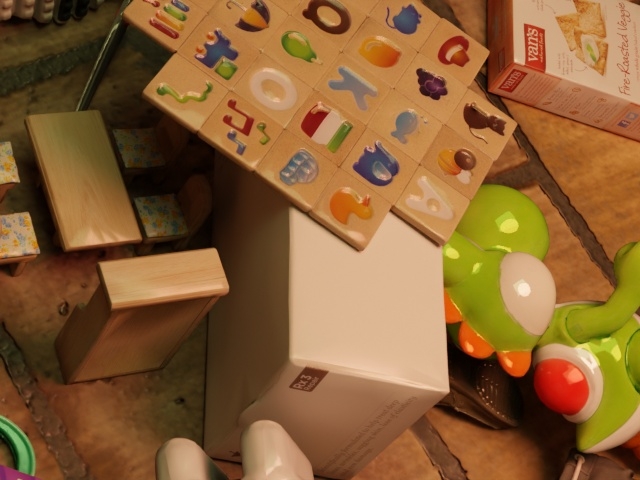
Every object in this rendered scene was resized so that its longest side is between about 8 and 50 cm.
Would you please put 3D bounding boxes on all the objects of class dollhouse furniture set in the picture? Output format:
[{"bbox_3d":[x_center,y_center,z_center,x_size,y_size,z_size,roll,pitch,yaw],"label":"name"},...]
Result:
[{"bbox_3d":[-0.191,-0.020,1.370,0.212,0.161,0.242,-8,66,-30],"label":"dollhouse furniture set"}]

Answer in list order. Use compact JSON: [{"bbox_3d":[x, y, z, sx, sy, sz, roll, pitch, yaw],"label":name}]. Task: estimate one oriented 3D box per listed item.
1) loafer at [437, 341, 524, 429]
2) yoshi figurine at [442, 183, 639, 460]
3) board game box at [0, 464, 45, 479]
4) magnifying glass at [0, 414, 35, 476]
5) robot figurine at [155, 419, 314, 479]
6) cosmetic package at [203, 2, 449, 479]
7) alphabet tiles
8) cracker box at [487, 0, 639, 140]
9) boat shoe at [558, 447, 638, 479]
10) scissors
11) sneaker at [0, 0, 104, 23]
[{"bbox_3d":[0.139,0.141,1.515,0.148,0.050,0.056,35,51,-24],"label":"loafer"},{"bbox_3d":[0.242,0.063,1.512,0.362,0.203,0.203,31,9,-14],"label":"yoshi figurine"},{"bbox_3d":[-0.364,0.219,1.151,0.275,0.142,0.144,22,54,-14],"label":"board game box"},{"bbox_3d":[-0.347,0.168,1.265,0.231,0.026,0.092,14,56,-18],"label":"magnifying glass"},{"bbox_3d":[-0.049,0.322,1.186,0.300,0.200,0.353,-16,62,11],"label":"robot figurine"},{"bbox_3d":[0.000,0.000,1.424,0.156,0.217,0.385,11,59,-20],"label":"cosmetic package"},{"bbox_3d":[0.006,-0.149,1.378,0.342,0.011,0.285,35,52,-3],"label":"alphabet tiles"},{"bbox_3d":[0.309,-0.217,1.800,0.232,0.067,0.155,15,56,-18],"label":"cracker box"},{"bbox_3d":[0.187,0.304,1.413,0.095,0.112,0.335,37,44,20],"label":"boat shoe"},{"bbox_3d":[-0.192,-0.244,1.545,0.021,0.109,0.297,19,54,11],"label":"scissors"},{"bbox_3d":[-0.309,-0.269,1.501,0.292,0.110,0.118,-20,63,-35],"label":"sneaker"}]
